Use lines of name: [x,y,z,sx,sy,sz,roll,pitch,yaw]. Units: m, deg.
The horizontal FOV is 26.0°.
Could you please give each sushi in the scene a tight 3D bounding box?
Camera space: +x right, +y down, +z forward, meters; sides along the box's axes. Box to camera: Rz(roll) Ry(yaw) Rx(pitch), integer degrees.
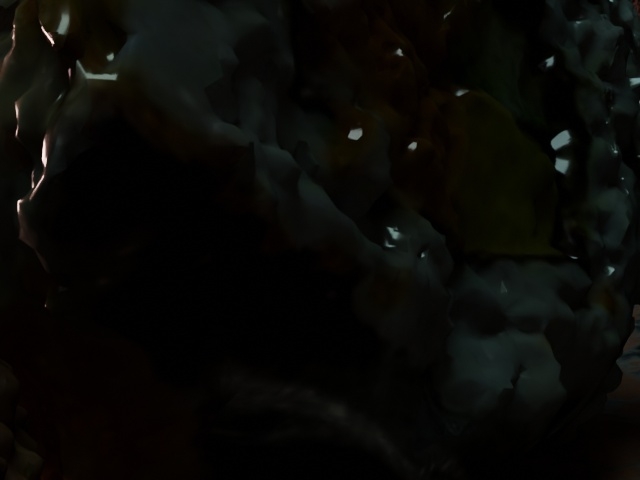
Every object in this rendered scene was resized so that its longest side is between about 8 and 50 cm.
sushi: [0.002,-0.063,0.608,0.176,0.417,0.417,-10,7,42]

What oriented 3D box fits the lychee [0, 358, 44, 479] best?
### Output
lychee: [-0.185,0.092,0.390,0.271,0.271,0.271,-10,10,2]
